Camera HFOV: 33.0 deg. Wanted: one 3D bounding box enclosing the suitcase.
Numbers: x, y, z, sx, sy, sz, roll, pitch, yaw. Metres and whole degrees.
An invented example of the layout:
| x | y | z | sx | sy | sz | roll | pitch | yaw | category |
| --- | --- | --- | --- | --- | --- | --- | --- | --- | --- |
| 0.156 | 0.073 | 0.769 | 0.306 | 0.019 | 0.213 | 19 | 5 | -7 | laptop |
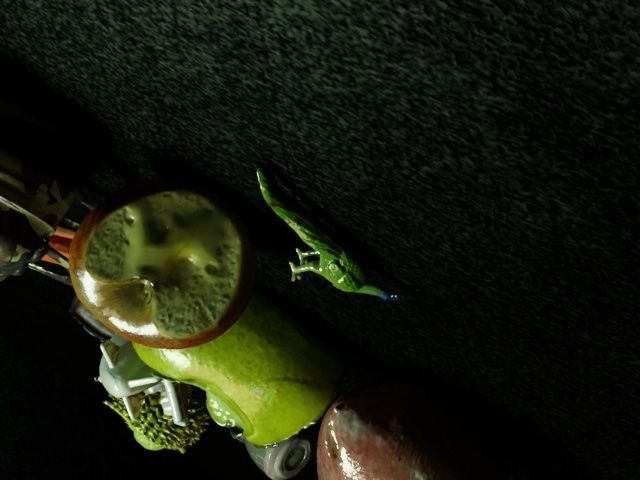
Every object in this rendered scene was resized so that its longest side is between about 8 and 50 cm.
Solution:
| x | y | z | sx | sy | sz | roll | pitch | yaw | category |
| --- | --- | --- | --- | --- | --- | --- | --- | --- | --- |
| -0.408 | -0.067 | 1.267 | 0.339 | 0.193 | 0.351 | 29 | 164 | -16 | suitcase |

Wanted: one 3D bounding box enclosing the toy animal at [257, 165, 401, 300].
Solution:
| x | y | z | sx | sy | sz | roll | pitch | yaw | category |
| --- | --- | --- | --- | --- | --- | --- | --- | --- | --- |
| -0.011 | 0.005 | 1.066 | 0.075 | 0.041 | 0.217 | -17 | 130 | 42 | toy animal |

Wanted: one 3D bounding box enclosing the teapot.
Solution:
| x | y | z | sx | sy | sz | roll | pitch | yaw | category |
| --- | --- | --- | --- | --- | --- | --- | --- | --- | --- |
| -0.102 | 0.375 | 2.063 | 0.146 | 0.116 | 0.148 | 29 | 168 | 39 | teapot |

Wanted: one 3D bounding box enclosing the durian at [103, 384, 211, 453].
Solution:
| x | y | z | sx | sy | sz | roll | pitch | yaw | category |
| --- | --- | --- | --- | --- | --- | --- | --- | --- | --- |
| -0.324 | 0.325 | 2.168 | 0.200 | 0.176 | 0.237 | 11 | 160 | 23 | durian |

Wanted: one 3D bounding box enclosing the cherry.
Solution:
| x | y | z | sx | sy | sz | roll | pitch | yaw | category |
| --- | --- | --- | --- | --- | --- | --- | --- | --- | --- |
| 0.110 | 0.303 | 1.393 | 0.261 | 0.221 | 0.307 | -5 | 129 | 50 | cherry |

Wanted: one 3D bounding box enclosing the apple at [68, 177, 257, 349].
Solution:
| x | y | z | sx | sy | sz | roll | pitch | yaw | category |
| --- | --- | --- | --- | --- | --- | --- | --- | --- | --- |
| -0.168 | 0.028 | 1.167 | 0.195 | 0.173 | 0.160 | 36 | 159 | -5 | apple |

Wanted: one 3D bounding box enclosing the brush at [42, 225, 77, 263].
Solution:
| x | y | z | sx | sy | sz | roll | pitch | yaw | category |
| --- | --- | --- | --- | --- | --- | --- | --- | --- | --- |
| -0.413 | 0.003 | 1.679 | 0.323 | 0.051 | 0.070 | 11 | 161 | 38 | brush |

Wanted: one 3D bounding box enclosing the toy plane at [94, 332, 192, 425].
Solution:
| x | y | z | sx | sy | sz | roll | pitch | yaw | category |
| --- | --- | --- | --- | --- | --- | --- | --- | --- | --- |
| -0.249 | 0.160 | 1.595 | 0.118 | 0.252 | 0.252 | -13 | 143 | 18 | toy plane |

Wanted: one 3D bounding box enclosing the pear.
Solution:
| x | y | z | sx | sy | sz | roll | pitch | yaw | category |
| --- | --- | --- | --- | --- | --- | --- | --- | --- | --- |
| -0.127 | 0.142 | 1.422 | 0.255 | 0.164 | 0.238 | 43 | 160 | -29 | pear |

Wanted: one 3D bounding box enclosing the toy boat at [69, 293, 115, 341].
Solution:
| x | y | z | sx | sy | sz | roll | pitch | yaw | category |
| --- | --- | --- | --- | --- | --- | --- | --- | --- | --- |
| -0.316 | 0.139 | 1.808 | 0.223 | 0.100 | 0.097 | 22 | -176 | 24 | toy boat |
